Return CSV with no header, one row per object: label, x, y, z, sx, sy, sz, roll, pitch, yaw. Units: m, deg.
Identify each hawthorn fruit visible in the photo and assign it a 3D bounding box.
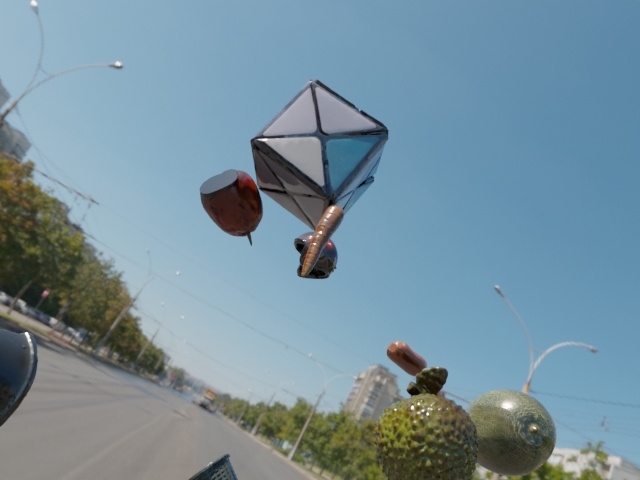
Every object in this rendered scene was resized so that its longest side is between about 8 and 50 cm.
hawthorn fruit,-0.262,-0.101,1.716,0.251,0.189,0.189,59,-26,-6

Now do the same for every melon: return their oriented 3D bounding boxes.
melon,0.550,0.575,1.635,0.248,0.249,0.329,29,-29,-1

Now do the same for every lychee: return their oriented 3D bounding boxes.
lychee,0.264,0.499,1.353,0.320,0.269,0.270,62,-6,28

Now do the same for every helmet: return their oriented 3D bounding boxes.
helmet,-0.024,0.064,2.301,0.216,0.193,0.189,49,-16,11

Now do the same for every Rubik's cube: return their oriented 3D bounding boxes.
Rubik's cube,0.001,-0.247,1.674,0.310,0.305,0.307,38,-19,11

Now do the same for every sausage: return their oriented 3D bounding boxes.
sausage,0.288,0.394,1.813,0.077,0.077,0.194,5,-30,48

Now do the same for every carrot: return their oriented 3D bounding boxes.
carrot,0.000,0.000,1.224,0.048,0.216,0.048,18,-36,14

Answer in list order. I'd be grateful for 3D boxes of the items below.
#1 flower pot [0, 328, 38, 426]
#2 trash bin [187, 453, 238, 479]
flower pot,-0.932,0.306,1.317,0.379,0.379,0.251,21,-31,19
trash bin,-0.287,0.713,1.519,0.161,0.175,0.175,53,-15,16
